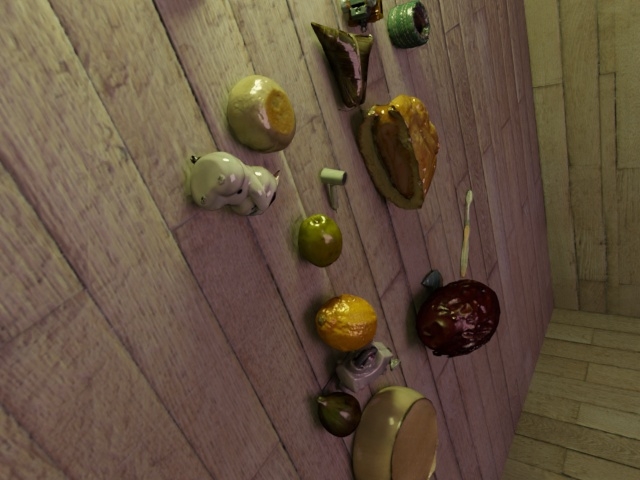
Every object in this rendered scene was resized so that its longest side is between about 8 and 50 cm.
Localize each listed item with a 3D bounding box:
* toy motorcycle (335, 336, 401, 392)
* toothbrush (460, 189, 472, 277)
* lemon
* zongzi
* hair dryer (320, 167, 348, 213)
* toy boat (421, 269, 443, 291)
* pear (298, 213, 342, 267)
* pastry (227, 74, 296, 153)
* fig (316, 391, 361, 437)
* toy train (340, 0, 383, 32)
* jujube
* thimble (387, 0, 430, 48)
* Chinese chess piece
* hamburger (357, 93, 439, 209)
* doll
[{"bbox_3d":[0.113,0.342,1.231,0.171,0.110,0.260,-45,157,5],"label":"toy motorcycle"},{"bbox_3d":[0.615,-0.028,1.929,0.037,0.028,0.374,16,79,-59],"label":"toothbrush"},{"bbox_3d":[0.063,0.203,1.136,0.187,0.142,0.142,12,83,-45],"label":"lemon"},{"bbox_3d":[0.043,-0.423,1.132,0.184,0.084,0.187,-2,99,-38],"label":"zongzi"},{"bbox_3d":[0.038,-0.120,1.157,0.038,0.063,0.124,-45,139,-44],"label":"hair dryer"},{"bbox_3d":[0.408,0.145,1.667,0.122,0.034,0.096,22,69,-49],"label":"toy boat"},{"bbox_3d":[0.000,0.000,1.076,0.107,0.107,0.131,-54,141,-35],"label":"pear"},{"bbox_3d":[-0.112,-0.254,0.923,0.156,0.092,0.156,5,85,-59],"label":"pastry"},{"bbox_3d":[0.037,0.426,1.155,0.154,0.103,0.109,50,17,-29],"label":"fig"},{"bbox_3d":[0.109,-0.652,1.190,0.127,0.089,0.219,-30,116,-59],"label":"toy train"},{"bbox_3d":[0.489,0.271,1.615,0.377,0.259,0.258,-11,101,-56],"label":"jujube"},{"bbox_3d":[0.267,-0.650,1.387,0.135,0.090,0.118,5,89,-53],"label":"thimble"},{"bbox_3d":[0.236,0.618,1.390,0.338,0.141,0.337,-2,92,-53],"label":"Chinese chess piece"},{"bbox_3d":[0.240,-0.269,1.319,0.209,0.162,0.329,-54,130,-38],"label":"hamburger"},{"bbox_3d":[-0.155,-0.101,0.862,0.181,0.110,0.106,17,39,-50],"label":"doll"}]
